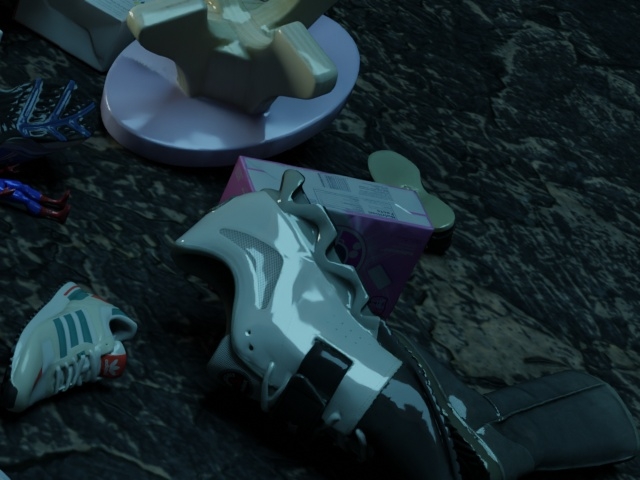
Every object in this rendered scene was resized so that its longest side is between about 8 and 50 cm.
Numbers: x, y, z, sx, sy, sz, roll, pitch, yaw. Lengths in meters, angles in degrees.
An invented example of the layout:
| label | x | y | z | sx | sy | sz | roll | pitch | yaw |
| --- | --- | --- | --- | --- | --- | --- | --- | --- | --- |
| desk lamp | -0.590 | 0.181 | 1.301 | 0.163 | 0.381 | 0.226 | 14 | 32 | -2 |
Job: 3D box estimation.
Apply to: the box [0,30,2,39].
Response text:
| label | x | y | z | sx | sy | sz | roll | pitch | yaw |
| --- | --- | --- | --- | --- | --- | --- | --- | --- | --- |
| box | -0.397 | -0.159 | 1.696 | 0.203 | 0.103 | 0.114 | -12 | 47 | -47 |

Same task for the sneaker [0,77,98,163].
| label | x | y | z | sx | sy | sz | roll | pitch | yaw |
| --- | --- | --- | --- | --- | --- | --- | --- | --- | --- |
| sneaker | -0.298 | -0.095 | 1.697 | 0.211 | 0.081 | 0.080 | 3 | 67 | -36 |

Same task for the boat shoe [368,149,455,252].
| label | x | y | z | sx | sy | sz | roll | pitch | yaw |
| --- | --- | --- | --- | --- | --- | --- | --- | --- | --- |
| boat shoe | 0.087 | -0.039 | 1.941 | 0.049 | 0.042 | 0.133 | -23 | 50 | -21 |

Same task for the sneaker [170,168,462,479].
| label | x | y | z | sx | sy | sz | roll | pitch | yaw |
| --- | --- | --- | --- | --- | --- | --- | --- | --- | --- |
| sneaker | -0.009 | 0.110 | 1.573 | 0.146 | 0.122 | 0.330 | -25 | 67 | -19 |

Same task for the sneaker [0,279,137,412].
| label | x | y | z | sx | sy | sz | roll | pitch | yaw |
| --- | --- | --- | --- | --- | --- | --- | --- | --- | --- |
| sneaker | -0.190 | 0.087 | 1.512 | 0.075 | 0.057 | 0.161 | 22 | 27 | 4 |

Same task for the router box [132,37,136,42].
| label | x | y | z | sx | sy | sz | roll | pitch | yaw |
| --- | --- | --- | --- | --- | --- | --- | --- | --- | --- |
| router box | -0.092 | -0.165 | 1.993 | 0.179 | 0.046 | 0.133 | 32 | 30 | 9 |

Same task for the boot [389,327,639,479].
| label | x | y | z | sx | sy | sz | roll | pitch | yaw |
| --- | --- | --- | --- | --- | --- | --- | --- | --- | --- |
| boot | 0.159 | 0.135 | 1.686 | 0.208 | 0.076 | 0.190 | -18 | 65 | -42 |

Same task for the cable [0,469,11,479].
| label | x | y | z | sx | sy | sz | roll | pitch | yaw |
| --- | --- | --- | --- | --- | --- | --- | --- | --- | --- |
| cable | -0.298 | 0.196 | 1.229 | 0.257 | 0.089 | 0.257 | 41 | 33 | 24 |

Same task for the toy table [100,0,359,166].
| label | x | y | z | sx | sy | sz | roll | pitch | yaw |
| --- | --- | --- | --- | --- | --- | --- | --- | --- | --- |
| toy table | -0.073 | -0.194 | 1.862 | 0.274 | 0.161 | 0.252 | -34 | 68 | -33 |

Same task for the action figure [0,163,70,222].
| label | x | y | z | sx | sy | sz | roll | pitch | yaw |
| --- | --- | --- | --- | --- | --- | --- | --- | --- | --- |
| action figure | -0.272 | -0.045 | 1.690 | 0.115 | 0.030 | 0.038 | 13 | 37 | -18 |

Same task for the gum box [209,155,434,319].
| label | x | y | z | sx | sy | sz | roll | pitch | yaw |
| --- | --- | --- | --- | --- | --- | --- | --- | --- | --- |
| gum box | 0.000 | 0.000 | 1.743 | 0.188 | 0.107 | 0.062 | 10 | 33 | -25 |

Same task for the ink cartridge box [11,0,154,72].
| label | x | y | z | sx | sy | sz | roll | pitch | yaw |
| --- | --- | --- | --- | --- | --- | --- | --- | --- | --- |
| ink cartridge box | -0.211 | -0.253 | 2.018 | 0.115 | 0.067 | 0.198 | 31 | 31 | 10 |
